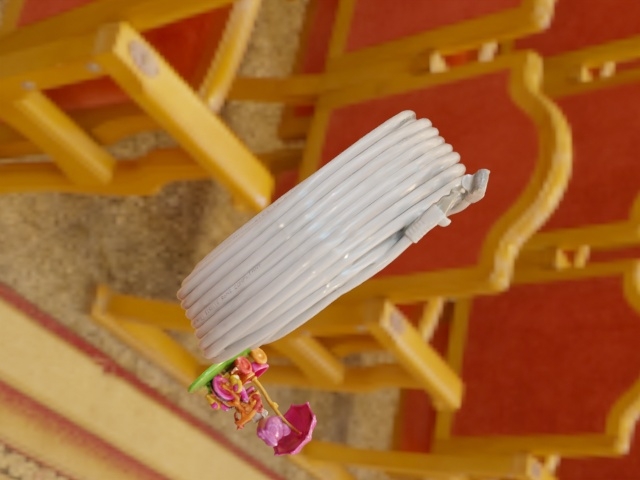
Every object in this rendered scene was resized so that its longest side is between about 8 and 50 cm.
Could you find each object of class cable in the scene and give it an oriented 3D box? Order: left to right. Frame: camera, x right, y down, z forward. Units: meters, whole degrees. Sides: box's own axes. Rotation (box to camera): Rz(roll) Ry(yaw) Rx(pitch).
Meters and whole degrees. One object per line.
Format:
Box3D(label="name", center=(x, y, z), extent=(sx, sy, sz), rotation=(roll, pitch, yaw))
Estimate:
Box3D(label="cable", center=(0.000, 0.000, 1.121), extent=(0.089, 0.257, 0.257), rotation=(55, -3, 1))

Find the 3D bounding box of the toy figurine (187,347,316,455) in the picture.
Box3D(label="toy figurine", center=(-0.079, 0.223, 1.909), extent=(0.159, 0.130, 0.173), rotation=(49, 24, 7))
